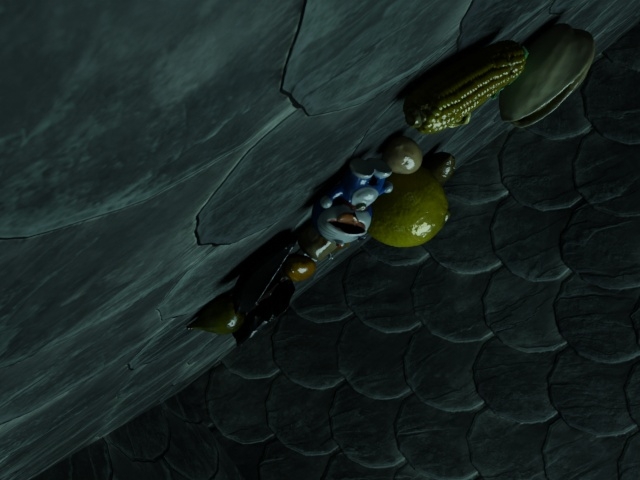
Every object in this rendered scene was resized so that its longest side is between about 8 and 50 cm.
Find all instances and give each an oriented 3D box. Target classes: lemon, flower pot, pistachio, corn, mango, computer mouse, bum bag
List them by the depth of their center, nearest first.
[{"bbox_3d":[0.323,-0.346,1.216,0.363,0.120,0.120,-33,171,-25],"label":"corn"},{"bbox_3d":[-0.172,0.085,1.596,0.295,0.087,0.168,-55,-176,1],"label":"computer mouse"},{"bbox_3d":[0.668,-0.487,1.627,0.208,0.226,0.332,25,116,-39],"label":"pistachio"},{"bbox_3d":[-0.066,0.086,1.651,0.105,0.084,0.159,4,-173,-1],"label":"mango"},{"bbox_3d":[0.253,-0.112,1.695,0.293,0.293,0.293,-38,172,-6],"label":"lemon"},{"bbox_3d":[0.000,0.000,1.732,0.130,0.131,0.206,2,180,12],"label":"pistachio"},{"bbox_3d":[-0.192,0.247,1.796,0.310,0.074,0.137,-42,-157,27],"label":"bum bag"},{"bbox_3d":[-0.198,0.152,1.874,0.179,0.084,0.251,-35,171,-25],"label":"flower pot"}]

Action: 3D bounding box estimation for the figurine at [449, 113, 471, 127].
[{"bbox_3d":[0.379,-0.358,1.611,0.083,0.083,0.187,-35,-178,-21],"label":"figurine"}]

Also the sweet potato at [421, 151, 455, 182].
[{"bbox_3d":[0.469,-0.287,2.288,0.130,0.130,0.422,-38,179,-5],"label":"sweet potato"}]

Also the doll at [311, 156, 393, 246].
[{"bbox_3d":[0.087,-0.100,1.430,0.215,0.161,0.256,0,139,-31],"label":"doll"}]

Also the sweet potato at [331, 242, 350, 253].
[{"bbox_3d":[0.041,0.018,2.273,0.244,0.077,0.077,-17,159,-48],"label":"sweet potato"}]

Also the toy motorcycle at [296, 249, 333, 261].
[{"bbox_3d":[-0.042,0.069,2.095,0.221,0.102,0.150,-44,150,20],"label":"toy motorcycle"}]

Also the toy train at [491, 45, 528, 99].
[{"bbox_3d":[0.523,-0.476,1.528,0.149,0.081,0.099,-36,171,-12],"label":"toy train"}]

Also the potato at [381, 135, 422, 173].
[{"bbox_3d":[0.226,-0.234,1.491,0.112,0.112,0.147,-41,179,17],"label":"potato"}]

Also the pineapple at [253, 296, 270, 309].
[{"bbox_3d":[-0.234,0.231,2.180,0.108,0.108,0.198,-32,-178,-41],"label":"pineapple"}]

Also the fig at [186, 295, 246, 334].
[{"bbox_3d":[-0.332,0.265,1.773,0.185,0.126,0.133,-44,-174,10],"label":"fig"}]
